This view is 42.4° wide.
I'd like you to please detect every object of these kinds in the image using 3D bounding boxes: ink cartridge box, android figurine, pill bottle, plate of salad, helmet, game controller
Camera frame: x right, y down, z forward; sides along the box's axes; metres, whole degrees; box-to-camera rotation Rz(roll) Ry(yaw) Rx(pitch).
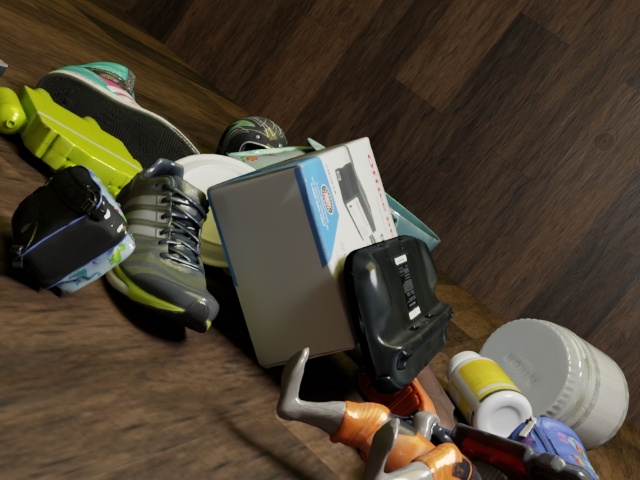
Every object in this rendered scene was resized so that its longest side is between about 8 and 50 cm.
[{"bbox_3d":[0.000,0.000,1.070,0.307,0.129,0.223,-35,109,-68],"label":"ink cartridge box"},{"bbox_3d":[-0.336,-0.127,1.140,0.248,0.056,0.273,31,10,-38],"label":"android figurine"},{"bbox_3d":[0.280,0.263,1.416,0.103,0.103,0.184,34,10,-20],"label":"pill bottle"},{"bbox_3d":[-0.147,-0.040,1.192,0.199,0.048,0.200,11,54,-16],"label":"plate of salad"},{"bbox_3d":[-0.158,-0.215,1.950,0.169,0.162,0.169,36,9,-7],"label":"helmet"},{"bbox_3d":[0.100,0.081,1.038,0.167,0.067,0.319,68,19,3],"label":"game controller"}]

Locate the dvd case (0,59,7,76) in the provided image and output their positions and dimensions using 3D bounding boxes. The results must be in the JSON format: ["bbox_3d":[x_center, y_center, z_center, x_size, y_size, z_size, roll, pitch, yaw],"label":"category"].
[{"bbox_3d":[-0.603,-0.332,1.223,0.238,0.030,0.179,39,9,4],"label":"dvd case"}]

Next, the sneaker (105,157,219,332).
[{"bbox_3d":[-0.176,-0.006,0.931,0.111,0.121,0.300,30,11,-38],"label":"sneaker"}]

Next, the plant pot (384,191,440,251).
[{"bbox_3d":[0.080,-0.013,1.745,0.290,0.195,0.290,36,9,-7],"label":"plant pot"}]

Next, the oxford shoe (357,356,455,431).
[{"bbox_3d":[0.121,0.209,1.130,0.098,0.097,0.271,38,18,-21],"label":"oxford shoe"}]

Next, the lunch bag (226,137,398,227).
[{"bbox_3d":[-0.015,-0.073,1.487,0.262,0.160,0.223,-11,36,-25],"label":"lunch bag"}]

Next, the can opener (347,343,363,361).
[{"bbox_3d":[-0.010,0.083,1.281,0.283,0.076,0.095,42,7,16],"label":"can opener"}]

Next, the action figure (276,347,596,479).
[{"bbox_3d":[0.088,0.240,0.791,0.330,0.179,0.341,41,-21,-25],"label":"action figure"}]

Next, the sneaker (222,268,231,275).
[{"bbox_3d":[-0.096,0.042,1.218,0.212,0.080,0.094,37,24,13],"label":"sneaker"}]

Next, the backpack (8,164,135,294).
[{"bbox_3d":[-0.238,-0.010,0.786,0.084,0.105,0.114,59,-7,-37],"label":"backpack"}]

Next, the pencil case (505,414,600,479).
[{"bbox_3d":[0.333,0.341,1.158,0.306,0.119,0.133,-45,112,-82],"label":"pencil case"}]

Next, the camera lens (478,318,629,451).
[{"bbox_3d":[0.457,0.286,1.619,0.274,0.219,0.219,30,12,-43],"label":"camera lens"}]

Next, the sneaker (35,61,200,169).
[{"bbox_3d":[-0.322,-0.200,1.391,0.295,0.124,0.178,34,19,-17],"label":"sneaker"}]
